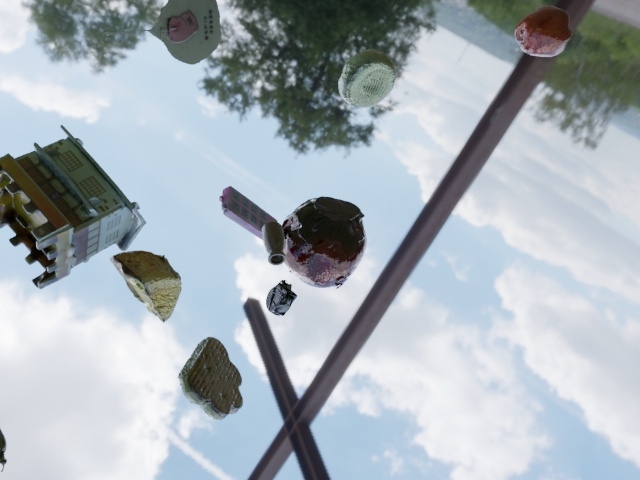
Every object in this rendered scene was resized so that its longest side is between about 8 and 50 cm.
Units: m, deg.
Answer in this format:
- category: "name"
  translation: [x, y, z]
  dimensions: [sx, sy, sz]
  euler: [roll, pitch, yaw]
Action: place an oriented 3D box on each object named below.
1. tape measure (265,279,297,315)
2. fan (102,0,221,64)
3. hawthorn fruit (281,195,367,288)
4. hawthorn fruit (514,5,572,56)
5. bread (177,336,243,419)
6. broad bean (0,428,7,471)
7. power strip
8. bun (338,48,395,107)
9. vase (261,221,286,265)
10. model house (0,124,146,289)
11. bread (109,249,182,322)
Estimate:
- category: "tape measure"
  translation: [-0.115, 0.166, 1.830]
  dimensions: [0.054, 0.094, 0.091]
  euler: [25, -159, -35]
- category: "fan"
  translation: [-0.345, -0.475, 1.430]
  dimensions: [0.010, 0.182, 0.310]
  euler: [23, -145, 39]
- category: "hawthorn fruit"
  translation: [0.015, 0.002, 2.059]
  dimensions: [0.316, 0.315, 0.316]
  euler: [25, -158, -11]
- category: "hawthorn fruit"
  translation: [0.589, -0.548, 1.695]
  dimensions: [0.138, 0.132, 0.132]
  euler: [-11, -153, 1]
- category: "bread"
  translation: [-0.290, 0.389, 1.746]
  dimensions: [0.207, 0.056, 0.286]
  euler: [56, -164, -7]
- category: "broad bean"
  translation: [-0.652, 0.369, 1.212]
  dimensions: [0.227, 0.069, 0.039]
  euler: [9, 158, 38]
- category: "power strip"
  translation: [-0.244, -0.084, 2.232]
  dimensions: [0.279, 0.038, 0.109]
  euler: [37, -141, -42]
- category: "bun"
  translation: [0.144, -0.525, 2.047]
  dimensions: [0.196, 0.195, 0.118]
  euler: [11, -136, -38]
- category: "vase"
  translation: [-0.107, 0.008, 1.497]
  dimensions: [0.053, 0.053, 0.100]
  euler: [16, -139, -30]
- category: "model house"
  translation: [-0.477, -0.062, 1.183]
  dimensions: [0.224, 0.198, 0.215]
  euler: [45, -125, 11]
- category: "bread"
  translation: [-0.478, 0.103, 1.820]
  dimensions: [0.133, 0.251, 0.174]
  euler: [-41, -122, -19]
